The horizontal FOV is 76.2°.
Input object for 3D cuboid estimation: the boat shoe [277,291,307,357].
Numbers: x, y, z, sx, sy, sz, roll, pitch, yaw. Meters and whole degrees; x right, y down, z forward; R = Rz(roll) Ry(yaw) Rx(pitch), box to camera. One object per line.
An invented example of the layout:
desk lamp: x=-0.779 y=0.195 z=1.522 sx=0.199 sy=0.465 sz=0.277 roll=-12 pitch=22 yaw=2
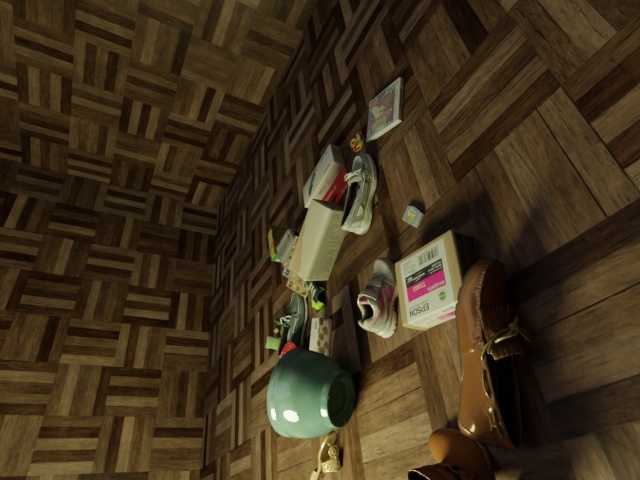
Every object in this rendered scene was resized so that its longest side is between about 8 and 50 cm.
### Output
boat shoe: x=-0.129 y=0.374 z=1.823 sx=0.116 sy=0.099 sz=0.319 roll=-26 pitch=55 yaw=59

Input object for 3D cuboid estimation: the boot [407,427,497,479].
boot: x=0.259 y=0.484 z=0.836 sx=0.283 sy=0.220 sz=0.109 roll=36 pitch=111 yaw=63

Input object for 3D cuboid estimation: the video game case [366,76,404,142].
video game case: x=0.245 y=-0.495 z=1.561 sx=0.201 sy=0.023 sz=0.183 roll=-22 pitch=59 yaw=60

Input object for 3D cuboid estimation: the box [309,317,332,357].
box: x=-0.008 y=0.463 z=1.575 sx=0.067 sy=0.063 sz=0.323 roll=-27 pitch=55 yaw=60

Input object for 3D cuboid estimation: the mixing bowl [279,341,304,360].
mixing bowl: x=-0.091 y=0.514 z=1.682 sx=0.181 sy=0.098 sz=0.181 roll=-36 pitch=48 yaw=54

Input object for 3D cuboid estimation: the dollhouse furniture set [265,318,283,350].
dollhouse furniture set: x=-0.210 y=0.462 z=1.977 sx=0.058 sy=0.076 sz=0.151 roll=8 pitch=84 yaw=65

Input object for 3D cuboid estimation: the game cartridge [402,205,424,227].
game cartridge: x=0.290 y=-0.078 z=1.279 sx=0.056 sy=0.017 sz=0.083 roll=-67 pitch=27 yaw=11

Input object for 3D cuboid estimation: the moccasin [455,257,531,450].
moccasin: x=0.363 y=0.225 z=0.846 sx=0.147 sy=0.139 sz=0.380 roll=-13 pitch=64 yaw=55

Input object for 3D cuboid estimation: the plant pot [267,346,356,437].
plant pot: x=-0.007 y=0.511 z=1.348 sx=0.196 sy=0.293 sz=0.293 roll=-6 pitch=71 yaw=36

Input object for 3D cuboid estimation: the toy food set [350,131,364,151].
toy food set: x=0.155 y=-0.413 z=1.707 sx=0.082 sy=0.020 sz=0.083 roll=-54 pitch=33 yaw=39

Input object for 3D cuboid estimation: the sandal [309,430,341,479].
sandal: x=0.036 y=0.747 z=1.368 sx=0.079 sy=0.088 sz=0.240 roll=31 pitch=117 yaw=31

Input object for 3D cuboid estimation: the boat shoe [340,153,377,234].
boat shoe: x=0.138 y=-0.184 z=1.538 sx=0.118 sy=0.103 sz=0.320 roll=-16 pitch=64 yaw=61

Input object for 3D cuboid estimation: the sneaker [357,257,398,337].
sneaker: x=0.178 y=0.172 z=1.278 sx=0.103 sy=0.111 sz=0.252 roll=-27 pitch=55 yaw=58

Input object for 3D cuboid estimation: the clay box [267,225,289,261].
clay box: x=-0.199 y=0.020 z=2.104 sx=0.053 sy=0.127 sz=0.222 roll=-59 pitch=30 yaw=34

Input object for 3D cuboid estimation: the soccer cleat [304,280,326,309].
soccer cleat: x=-0.017 y=0.201 z=1.720 sx=0.072 sy=0.060 sz=0.178 roll=-33 pitch=62 yaw=35

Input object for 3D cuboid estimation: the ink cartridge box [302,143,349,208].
ink cartridge box: x=0.019 y=-0.246 z=1.857 sx=0.296 sy=0.066 sz=0.261 roll=-55 pitch=32 yaw=39

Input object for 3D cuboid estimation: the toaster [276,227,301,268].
toaster: x=-0.118 y=0.046 z=1.927 sx=0.146 sy=0.129 sz=0.227 roll=-62 pitch=30 yaw=23

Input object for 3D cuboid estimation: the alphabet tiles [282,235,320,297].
alphabet tiles: x=-0.071 y=0.124 z=1.804 sx=0.198 sy=0.009 sz=0.237 roll=28 pitch=107 yaw=28

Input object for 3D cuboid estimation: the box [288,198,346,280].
box: x=0.000 y=0.000 z=1.654 sx=0.121 sy=0.148 sz=0.311 roll=32 pitch=107 yaw=39

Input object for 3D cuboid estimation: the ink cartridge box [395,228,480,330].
ink cartridge box: x=0.307 y=0.109 z=1.072 sx=0.235 sy=0.088 sz=0.193 roll=-42 pitch=41 yaw=49
